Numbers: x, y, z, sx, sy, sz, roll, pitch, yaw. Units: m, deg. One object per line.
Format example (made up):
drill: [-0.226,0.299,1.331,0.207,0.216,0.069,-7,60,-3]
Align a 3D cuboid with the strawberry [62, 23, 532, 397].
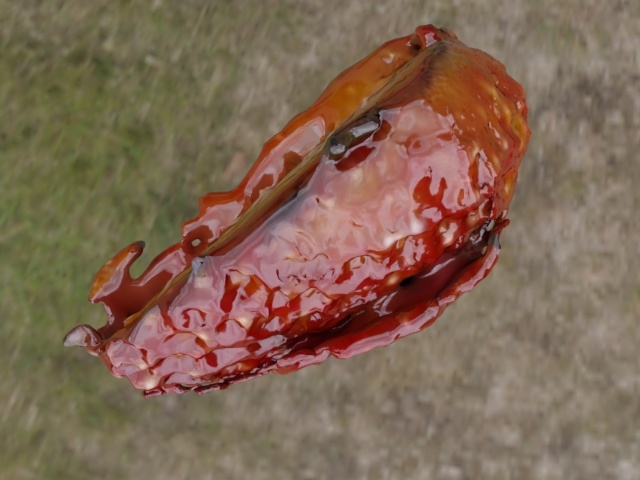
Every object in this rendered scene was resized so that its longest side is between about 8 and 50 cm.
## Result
strawberry: [0.000,0.000,0.719,0.188,0.121,0.082,-38,104,20]
